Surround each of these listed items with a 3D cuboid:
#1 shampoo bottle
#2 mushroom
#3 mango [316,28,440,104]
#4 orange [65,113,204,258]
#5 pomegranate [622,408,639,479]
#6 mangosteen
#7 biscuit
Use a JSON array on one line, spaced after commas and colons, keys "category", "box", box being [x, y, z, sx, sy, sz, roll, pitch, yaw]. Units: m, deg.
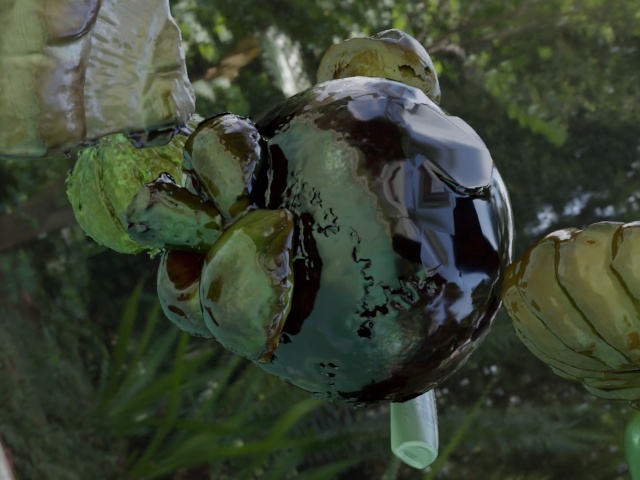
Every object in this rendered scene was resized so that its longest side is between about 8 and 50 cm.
[{"category": "shampoo bottle", "box": [0.110, 0.178, 1.497, 0.072, 0.049, 0.212, 35, 34, -29]}, {"category": "mushroom", "box": [-0.328, -0.311, 1.551, 0.224, 0.314, 0.397, 9, -73, 42]}, {"category": "mango", "box": [0.083, -0.209, 1.669, 0.249, 0.156, 0.151, 11, -99, 63]}, {"category": "orange", "box": [-0.313, -0.123, 2.199, 0.300, 0.301, 0.223, 15, -37, 57]}, {"category": "pomegranate", "box": [0.504, 0.264, 1.604, 0.159, 0.241, 0.189, 19, -67, 59]}, {"category": "mangosteen", "box": [0.021, -0.007, 1.349, 0.381, 0.421, 0.380, -16, -114, 41]}, {"category": "biscuit", "box": [0.299, 0.073, 0.933, 0.326, 0.326, 0.107, 126, -26, -73]}]
